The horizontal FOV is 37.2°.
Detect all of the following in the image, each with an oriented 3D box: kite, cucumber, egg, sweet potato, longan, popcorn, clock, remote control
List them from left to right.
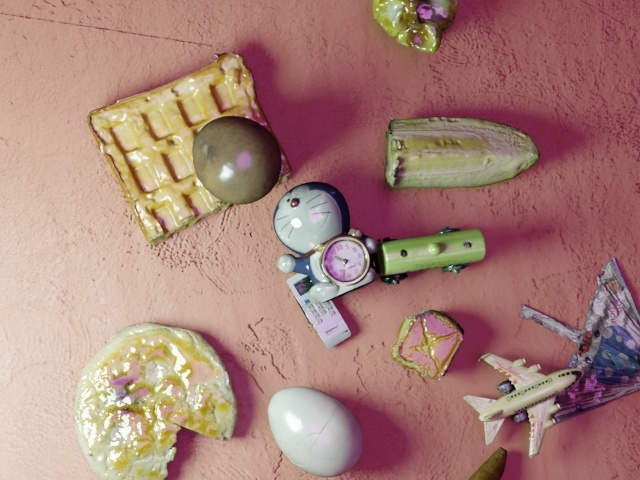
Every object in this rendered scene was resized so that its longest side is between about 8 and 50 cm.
[{"bbox_3d":[-0.162,-0.156,1.835,0.187,0.167,0.167,41,77,15],"label":"longan"},{"bbox_3d":[-0.012,0.372,1.866,0.209,0.151,0.151,37,78,1],"label":"egg"},{"bbox_3d":[-0.006,0.141,1.964,0.065,0.029,0.166,-30,83,-12],"label":"remote control"},{"bbox_3d":[0.000,0.000,1.919,0.200,0.146,0.243,-26,82,4],"label":"clock"},{"bbox_3d":[0.209,-0.492,2.013,0.198,0.198,0.212,7,50,-8],"label":"popcorn"},{"bbox_3d":[0.294,-0.183,2.025,0.326,0.105,0.145,-4,56,-9],"label":"cucumber"},{"bbox_3d":[0.313,0.528,1.939,0.077,0.077,0.243,29,65,-4],"label":"sweet potato"},{"bbox_3d":[0.593,0.228,2.052,0.369,0.014,0.406,25,79,-5],"label":"kite"}]

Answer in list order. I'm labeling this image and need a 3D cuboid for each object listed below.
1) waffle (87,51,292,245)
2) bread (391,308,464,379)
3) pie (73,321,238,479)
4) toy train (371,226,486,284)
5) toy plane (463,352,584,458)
[{"bbox_3d":[-0.263,-0.193,1.949,0.348,0.077,0.304,-25,85,-11],"label":"waffle"},{"bbox_3d":[0.221,0.209,1.968,0.128,0.069,0.140,28,82,-3],"label":"bread"},{"bbox_3d":[-0.332,0.320,1.862,0.338,0.075,0.337,1,81,-8],"label":"pie"},{"bbox_3d":[0.218,0.025,1.950,0.253,0.157,0.105,-8,83,-9],"label":"toy train"},{"bbox_3d":[0.430,0.322,1.969,0.244,0.092,0.229,-25,84,-4],"label":"toy plane"}]
